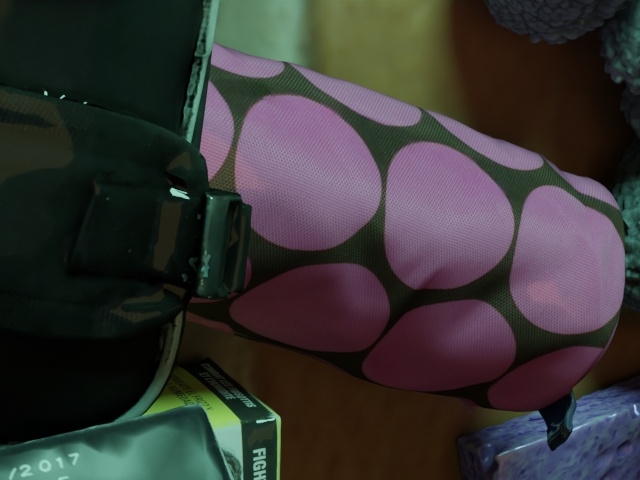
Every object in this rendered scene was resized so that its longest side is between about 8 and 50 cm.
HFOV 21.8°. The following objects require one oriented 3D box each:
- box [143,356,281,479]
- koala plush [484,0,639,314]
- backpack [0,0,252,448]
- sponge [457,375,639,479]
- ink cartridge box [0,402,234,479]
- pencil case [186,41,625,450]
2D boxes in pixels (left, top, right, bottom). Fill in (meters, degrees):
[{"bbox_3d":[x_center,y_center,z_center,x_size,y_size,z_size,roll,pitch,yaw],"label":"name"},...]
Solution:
[{"bbox_3d":[-0.127,0.100,0.512,0.232,0.058,0.087,-6,108,-27],"label":"box"},{"bbox_3d":[0.203,-0.071,0.550,0.203,0.221,0.196,-36,117,-16],"label":"koala plush"},{"bbox_3d":[-0.161,-0.065,0.371,0.253,0.191,0.225,0,104,-32],"label":"backpack"},{"bbox_3d":[0.124,0.159,0.681,0.117,0.031,0.210,-18,111,-23],"label":"sponge"},{"bbox_3d":[-0.124,0.168,0.465,0.165,0.065,0.333,-11,146,-23],"label":"ink cartridge box"},{"bbox_3d":[0.000,0.000,0.540,0.209,0.095,0.098,20,135,-29],"label":"pencil case"}]
